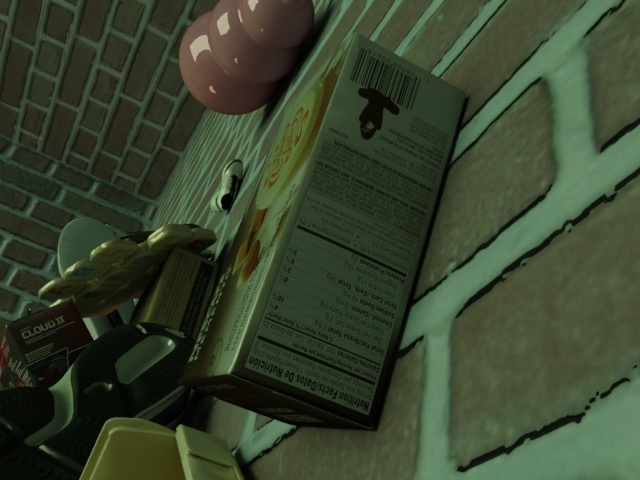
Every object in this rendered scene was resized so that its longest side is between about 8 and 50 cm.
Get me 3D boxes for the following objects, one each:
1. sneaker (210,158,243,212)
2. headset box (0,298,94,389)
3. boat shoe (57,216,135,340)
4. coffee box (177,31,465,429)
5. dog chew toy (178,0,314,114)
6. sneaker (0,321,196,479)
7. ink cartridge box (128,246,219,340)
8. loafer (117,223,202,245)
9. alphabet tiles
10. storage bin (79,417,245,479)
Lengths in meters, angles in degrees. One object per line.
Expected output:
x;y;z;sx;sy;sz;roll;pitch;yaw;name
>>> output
-0.167;-0.100;1.331;0.044;0.040;0.109;13;82;57;sneaker
-0.404;0.245;1.115;0.110;0.293;0.218;-24;-13;-36;headset box
-0.421;0.138;1.392;0.367;0.136;0.156;60;143;18;boat shoe
0.000;0.000;0.509;0.141;0.098;0.246;-30;38;65;coffee box
-0.128;-0.368;1.311;0.332;0.207;0.206;-26;41;54;dog chew toy
-0.290;0.282;0.763;0.447;0.169;0.257;-28;-43;-60;sneaker
-0.263;0.151;1.160;0.234;0.088;0.193;-45;27;49;ink cartridge box
-0.342;0.026;1.449;0.220;0.080;0.078;-15;56;11;loafer
-0.312;0.058;1.186;0.284;0.021;0.278;-32;-17;18;alphabet tiles
-0.147;0.288;0.518;0.260;0.123;0.262;-67;15;-4;storage bin
